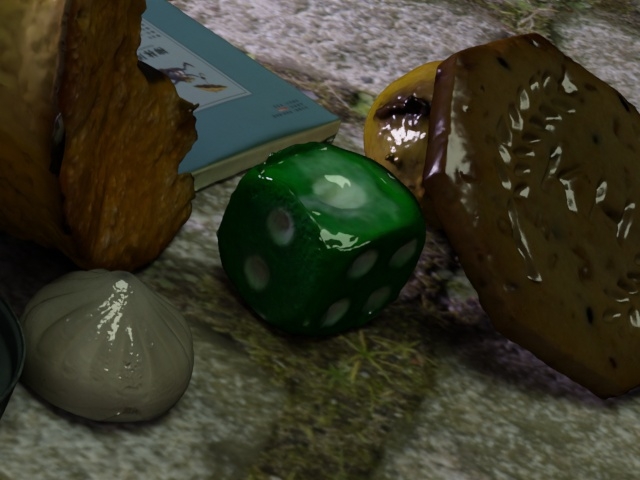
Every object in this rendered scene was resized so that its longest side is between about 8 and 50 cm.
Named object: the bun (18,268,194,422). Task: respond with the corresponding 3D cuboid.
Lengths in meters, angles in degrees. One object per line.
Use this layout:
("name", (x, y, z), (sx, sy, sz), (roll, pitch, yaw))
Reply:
("bun", (-0.155, 0.063, 1.260), (0.138, 0.094, 0.138), (15, 28, -8))

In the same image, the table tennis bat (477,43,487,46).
("table tennis bat", (0.210, -0.193, 1.948), (0.100, 0.019, 0.155), (34, 32, 20))

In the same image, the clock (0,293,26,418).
("clock", (-0.320, 0.074, 1.188), (0.226, 0.049, 0.226), (15, 31, -9))

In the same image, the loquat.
("loquat", (0.132, -0.088, 1.616), (0.204, 0.149, 0.172), (18, 26, -41))

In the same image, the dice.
("dice", (0.000, 0.000, 1.425), (0.128, 0.120, 0.131), (-14, 48, -46))

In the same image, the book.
("book", (-0.193, -0.180, 1.671), (0.379, 0.031, 0.264), (37, 35, 24))

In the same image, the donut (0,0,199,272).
("donut", (-0.179, -0.200, 1.324), (0.163, 0.435, 0.377), (17, -3, 13))

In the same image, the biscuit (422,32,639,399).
("biscuit", (0.228, -0.030, 1.524), (0.359, 0.046, 0.359), (24, 51, -33))
